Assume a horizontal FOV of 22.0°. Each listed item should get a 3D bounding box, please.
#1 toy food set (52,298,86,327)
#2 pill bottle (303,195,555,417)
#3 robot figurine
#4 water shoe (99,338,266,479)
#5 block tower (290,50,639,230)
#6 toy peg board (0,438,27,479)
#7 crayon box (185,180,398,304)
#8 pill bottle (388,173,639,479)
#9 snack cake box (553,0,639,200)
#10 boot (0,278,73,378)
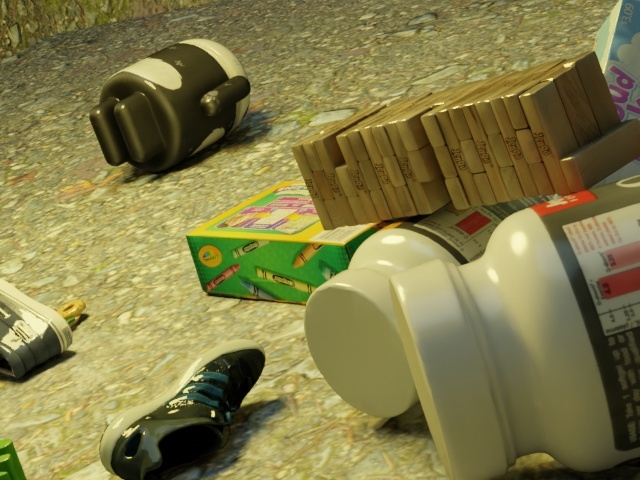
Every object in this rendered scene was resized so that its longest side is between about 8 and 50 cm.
[{"bbox_3d":[-0.325,0.097,1.965,0.083,0.020,0.082,-8,19,25],"label":"toy food set"},{"bbox_3d":[0.125,0.039,1.499,0.162,0.162,0.278,3,26,47],"label":"pill bottle"},{"bbox_3d":[-0.232,-0.209,2.579,0.209,0.173,0.278,32,40,20],"label":"robot figurine"},{"bbox_3d":[-0.108,0.166,1.509,0.080,0.073,0.203,26,45,34],"label":"water shoe"},{"bbox_3d":[0.118,-0.082,1.424,0.091,0.097,0.335,-32,15,-36],"label":"block tower"},{"bbox_3d":[-0.315,0.243,1.408,0.161,0.079,0.161,-17,17,-1],"label":"toy peg board"},{"bbox_3d":[0.000,0.000,1.864,0.165,0.081,0.278,-30,22,-37],"label":"crayon box"},{"bbox_3d":[0.249,0.055,1.252,0.363,0.210,0.210,-17,17,-1],"label":"pill bottle"},{"bbox_3d":[0.293,-0.063,1.440,0.152,0.264,0.089,17,-18,-2],"label":"snack cake box"},{"bbox_3d":[-0.375,0.098,1.890,0.190,0.069,0.086,18,41,42],"label":"boot"}]
